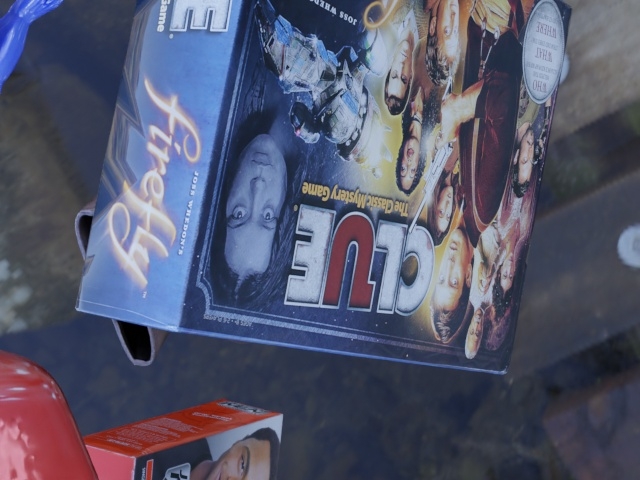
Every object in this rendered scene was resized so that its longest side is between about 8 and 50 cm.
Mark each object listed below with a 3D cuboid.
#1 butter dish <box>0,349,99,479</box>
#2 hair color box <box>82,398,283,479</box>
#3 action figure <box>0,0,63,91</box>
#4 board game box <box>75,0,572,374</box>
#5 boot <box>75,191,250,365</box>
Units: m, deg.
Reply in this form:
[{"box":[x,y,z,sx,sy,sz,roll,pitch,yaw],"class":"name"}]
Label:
[{"box":[-0.156,0.077,0.534,0.160,0.160,0.118,-11,90,65],"class":"butter dish"},{"box":[-0.075,0.131,0.766,0.043,0.141,0.072,9,98,28],"class":"hair color box"},{"box":[-0.260,-0.121,0.971,0.139,0.091,0.280,15,81,25],"class":"action figure"},{"box":[0.018,-0.040,0.530,0.042,0.243,0.165,9,88,31],"class":"board game box"},{"box":[-0.102,0.023,1.021,0.090,0.207,0.248,-3,125,17],"class":"boot"}]
